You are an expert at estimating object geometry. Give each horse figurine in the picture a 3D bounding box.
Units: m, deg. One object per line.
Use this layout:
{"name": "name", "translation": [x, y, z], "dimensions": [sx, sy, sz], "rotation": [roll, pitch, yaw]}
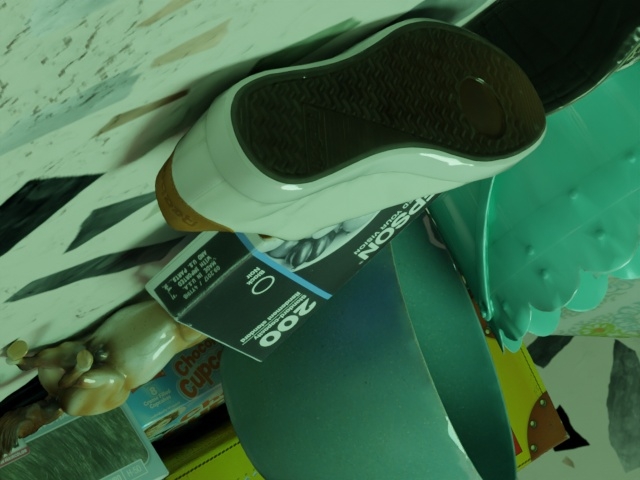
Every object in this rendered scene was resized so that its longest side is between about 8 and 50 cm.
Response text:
{"name": "horse figurine", "translation": [-0.144, 0.078, 1.390], "dimensions": [0.263, 0.066, 0.174], "rotation": [-34, 165, -10]}

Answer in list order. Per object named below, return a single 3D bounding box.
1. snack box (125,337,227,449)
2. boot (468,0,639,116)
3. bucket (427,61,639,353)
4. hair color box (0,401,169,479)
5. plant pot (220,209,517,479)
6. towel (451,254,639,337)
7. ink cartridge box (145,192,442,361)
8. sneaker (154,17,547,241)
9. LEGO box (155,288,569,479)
{"name": "snack box", "translation": [-0.087, 0.121, 1.795], "dimensions": [0.322, 0.060, 0.187], "rotation": [-28, 169, -28]}
{"name": "boot", "translation": [0.198, -0.150, 1.306], "dimensions": [0.236, 0.085, 0.178], "rotation": [-35, 173, 10]}
{"name": "bucket", "translation": [0.228, -0.048, 1.614], "dimensions": [0.281, 0.183, 0.281], "rotation": [-33, 171, -6]}
{"name": "hair color box", "translation": [-0.309, 0.271, 1.662], "dimensions": [0.185, 0.113, 0.374], "rotation": [-24, 166, -40]}
{"name": "plant pot", "translation": [0.028, 0.119, 1.587], "dimensions": [0.195, 0.290, 0.290], "rotation": [-20, 174, 14]}
{"name": "towel", "translation": [0.321, 0.013, 2.058], "dimensions": [0.374, 0.090, 0.320], "rotation": [4, 155, -18]}
{"name": "ink cartridge box", "translation": [0.000, 0.000, 1.327], "dimensions": [0.206, 0.045, 0.208], "rotation": [-43, 157, 7]}
{"name": "sneaker", "translation": [0.016, -0.064, 1.132], "dimensions": [0.290, 0.106, 0.123], "rotation": [-10, 164, -43]}
{"name": "LEGO box", "translation": [-0.050, 0.256, 1.947], "dimensions": [0.500, 0.193, 0.372], "rotation": [-28, -176, -30]}
